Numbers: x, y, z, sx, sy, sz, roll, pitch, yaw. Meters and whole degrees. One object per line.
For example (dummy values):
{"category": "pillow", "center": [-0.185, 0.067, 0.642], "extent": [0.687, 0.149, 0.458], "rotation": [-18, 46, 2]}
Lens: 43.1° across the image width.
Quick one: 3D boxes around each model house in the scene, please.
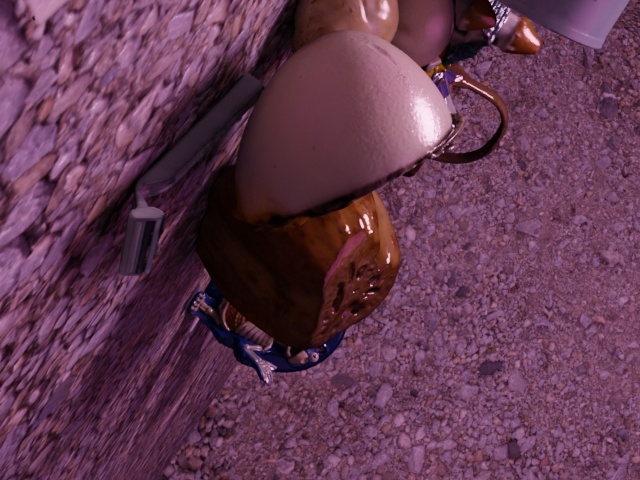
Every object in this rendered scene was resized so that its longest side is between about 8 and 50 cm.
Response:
{"category": "model house", "center": [0.208, -0.350, 1.310], "extent": [0.190, 0.300, 0.271], "rotation": [-63, 178, -23]}

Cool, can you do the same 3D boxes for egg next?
{"category": "egg", "center": [0.004, -0.136, 0.940], "extent": [0.286, 0.174, 0.264], "rotation": [-19, -166, 45]}

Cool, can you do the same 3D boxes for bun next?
{"category": "bun", "center": [0.093, -0.310, 1.110], "extent": [0.120, 0.173, 0.173], "rotation": [-34, 166, -23]}

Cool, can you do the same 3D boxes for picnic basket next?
{"category": "picnic basket", "center": [0.280, -0.290, 1.892], "extent": [0.337, 0.337, 0.293], "rotation": [-54, 175, -34]}

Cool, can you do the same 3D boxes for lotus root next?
{"category": "lotus root", "center": [0.000, 0.000, 1.197], "extent": [0.316, 0.250, 0.316], "rotation": [-28, 151, -17]}

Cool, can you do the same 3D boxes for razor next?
{"category": "razor", "center": [-0.141, -0.092, 0.879], "extent": [0.278, 0.056, 0.111], "rotation": [-63, -179, -37]}

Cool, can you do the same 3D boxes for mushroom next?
{"category": "mushroom", "center": [0.029, -0.270, 1.008], "extent": [0.148, 0.112, 0.148], "rotation": [-26, 145, -20]}

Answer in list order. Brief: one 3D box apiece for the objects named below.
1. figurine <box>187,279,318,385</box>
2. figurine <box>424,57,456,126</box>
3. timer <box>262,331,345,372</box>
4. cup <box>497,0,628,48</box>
{"category": "figurine", "center": [-0.122, 0.163, 1.524], "extent": [0.164, 0.262, 0.121], "rotation": [-38, 159, -28]}
{"category": "figurine", "center": [0.225, -0.362, 1.652], "extent": [0.194, 0.274, 0.133], "rotation": [-33, -156, 14]}
{"category": "timer", "center": [-0.072, 0.095, 1.837], "extent": [0.270, 0.270, 0.383], "rotation": [-59, -171, 18]}
{"category": "cup", "center": [0.316, -0.471, 1.060], "extent": [0.256, 0.331, 0.311], "rotation": [-11, 137, -53]}
